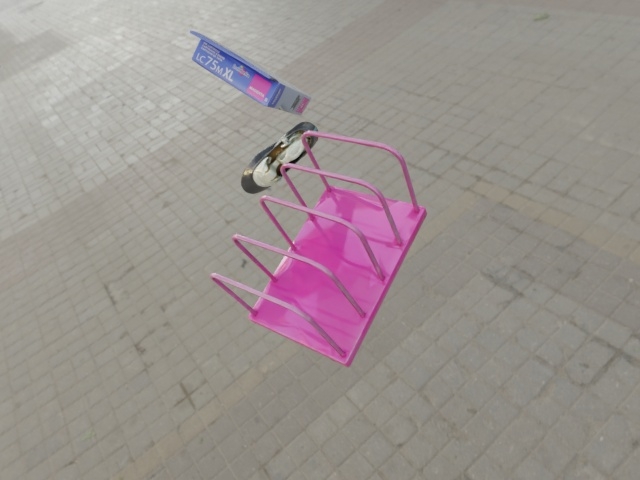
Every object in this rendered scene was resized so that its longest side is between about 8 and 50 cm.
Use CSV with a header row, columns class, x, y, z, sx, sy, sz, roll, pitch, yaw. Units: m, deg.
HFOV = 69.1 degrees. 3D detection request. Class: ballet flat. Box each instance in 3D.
class,x,y,z,sx,sy,sz,roll,pitch,yaw
ballet flat,-0.086,-0.160,0.933,0.203,0.074,0.074,-39,38,15

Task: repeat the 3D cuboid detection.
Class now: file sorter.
class,x,y,z,sx,sy,sz,roll,pitch,yaw
file sorter,0.000,0.000,0.722,0.202,0.182,0.291,17,67,33

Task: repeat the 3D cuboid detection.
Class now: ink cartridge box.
class,x,y,z,sx,sy,sz,roll,pitch,yaw
ink cartridge box,-0.142,-0.346,0.991,0.186,0.065,0.311,33,14,4
